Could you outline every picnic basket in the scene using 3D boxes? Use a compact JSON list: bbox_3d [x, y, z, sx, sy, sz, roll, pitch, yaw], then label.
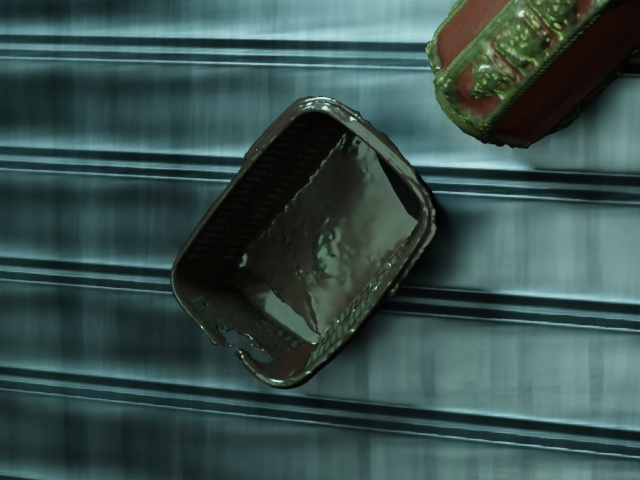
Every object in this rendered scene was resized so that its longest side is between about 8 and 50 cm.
[{"bbox_3d":[0.000,0.000,1.928,0.222,0.129,0.297,44,109,12],"label":"picnic basket"}]

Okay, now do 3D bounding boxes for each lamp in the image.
[{"bbox_3d":[0.229,-0.214,1.779,0.177,0.177,0.274,53,124,11],"label":"lamp"}]
